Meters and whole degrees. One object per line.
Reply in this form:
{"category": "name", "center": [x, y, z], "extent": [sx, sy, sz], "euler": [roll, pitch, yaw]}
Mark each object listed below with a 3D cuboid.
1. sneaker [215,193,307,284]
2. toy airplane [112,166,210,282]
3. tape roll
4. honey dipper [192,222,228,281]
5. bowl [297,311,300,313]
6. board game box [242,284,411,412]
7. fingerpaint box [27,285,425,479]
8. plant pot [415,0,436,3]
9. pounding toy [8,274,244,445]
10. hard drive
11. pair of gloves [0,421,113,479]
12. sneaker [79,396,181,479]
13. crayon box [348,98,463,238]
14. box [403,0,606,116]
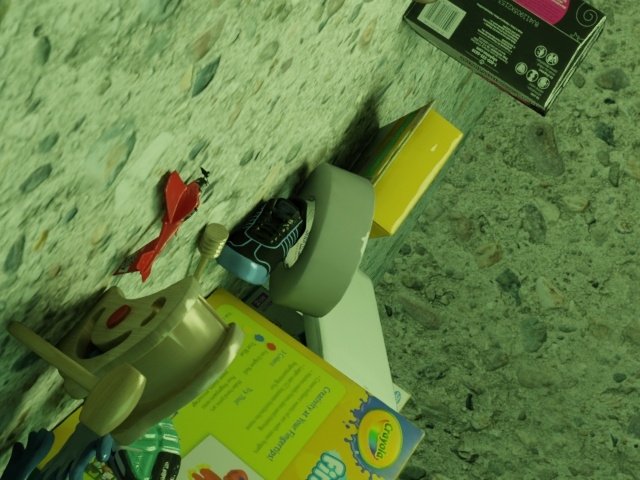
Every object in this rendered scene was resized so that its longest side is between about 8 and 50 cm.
{"category": "sneaker", "center": [-0.074, -0.009, 1.472], "extent": [0.090, 0.081, 0.232], "euler": [-61, 177, 15]}
{"category": "toy airplane", "center": [-0.161, -0.015, 1.139], "extent": [0.151, 0.028, 0.151], "euler": [-54, 172, -11]}
{"category": "tape roll", "center": [0.000, 0.000, 1.589], "extent": [0.219, 0.072, 0.219], "euler": [-160, -90, -75]}
{"category": "honey dipper", "center": [-0.155, 0.039, 1.373], "extent": [0.030, 0.030, 0.161], "euler": [-46, 171, -46]}
{"category": "bowl", "center": [-0.082, 0.138, 2.003], "extent": [0.142, 0.053, 0.142], "euler": [-54, 171, -7]}
{"category": "board game box", "center": [-0.042, 0.239, 1.737], "extent": [0.242, 0.316, 0.064], "euler": [-44, 168, -48]}
{"category": "fingerpaint box", "center": [-0.123, 0.312, 1.417], "extent": [0.445, 0.371, 0.163], "euler": [-44, 165, -54]}
{"category": "plant pot", "center": [0.109, -0.332, 1.048], "extent": [0.165, 0.167, 0.167], "euler": [-51, 174, 30]}
{"category": "pounding toy", "center": [-0.182, 0.080, 1.011], "extent": [0.154, 0.155, 0.269], "euler": [-43, -160, -10]}
{"category": "hard drive", "center": [0.038, 0.134, 1.739], "extent": [0.040, 0.203, 0.308], "euler": [-31, -140, 20]}
{"category": "pair of gloves", "center": [-0.278, 0.228, 1.096], "extent": [0.198, 0.023, 0.159], "euler": [-29, -161, 22]}
{"category": "sneaker", "center": [-0.217, 0.216, 1.191], "extent": [0.098, 0.083, 0.224], "euler": [-53, -145, 23]}
{"category": "crayon box", "center": [0.113, -0.104, 1.772], "extent": [0.203, 0.083, 0.323], "euler": [-54, -172, -9]}
{"category": "box", "center": [0.272, -0.317, 1.606], "extent": [0.163, 0.247, 0.142], "euler": [-56, 170, 8]}
